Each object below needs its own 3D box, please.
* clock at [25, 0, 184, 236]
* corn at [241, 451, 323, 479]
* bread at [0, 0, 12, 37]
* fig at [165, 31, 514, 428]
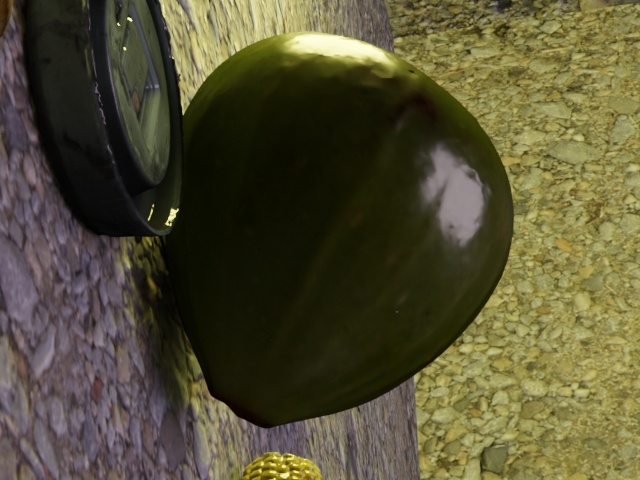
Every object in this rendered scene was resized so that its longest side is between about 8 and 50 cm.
[{"bbox_3d":[-0.146,-0.112,0.947,0.226,0.049,0.226,-8,90,-81],"label":"clock"},{"bbox_3d":[-0.033,0.303,1.187,0.093,0.093,0.244,73,12,-47],"label":"corn"},{"bbox_3d":[-0.180,-0.182,0.623,0.134,0.085,0.173,119,-29,-59],"label":"bread"},{"bbox_3d":[0.000,0.000,1.103,0.316,0.316,0.316,-7,90,-81],"label":"fig"}]
